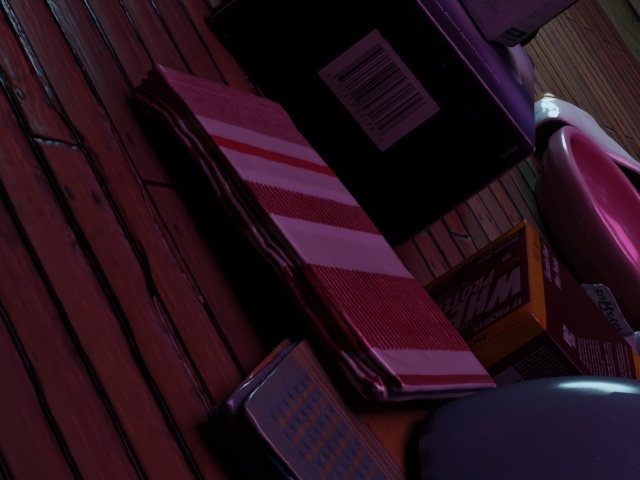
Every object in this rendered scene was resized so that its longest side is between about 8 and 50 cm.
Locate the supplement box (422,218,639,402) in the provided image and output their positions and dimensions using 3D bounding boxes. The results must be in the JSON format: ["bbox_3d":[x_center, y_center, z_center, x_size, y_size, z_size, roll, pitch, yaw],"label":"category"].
[{"bbox_3d":[0.197,0.122,1.494,0.194,0.129,0.191,48,21,-17],"label":"supplement box"}]

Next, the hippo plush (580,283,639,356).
[{"bbox_3d":[0.379,0.191,1.638,0.294,0.234,0.236,40,24,-36],"label":"hippo plush"}]

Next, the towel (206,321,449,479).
[{"bbox_3d":[0.054,0.180,1.217,0.271,0.040,0.370,55,18,-2],"label":"towel"}]

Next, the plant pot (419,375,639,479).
[{"bbox_3d":[0.232,0.217,1.226,0.290,0.195,0.290,51,20,-28],"label":"plant pot"}]

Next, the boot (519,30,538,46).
[{"bbox_3d":[0.187,-0.320,2.176,0.348,0.131,0.260,30,22,-28],"label":"boot"}]

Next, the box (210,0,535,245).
[{"bbox_3d":[0.068,-0.203,1.656,0.296,0.183,0.294,50,19,-14],"label":"box"}]

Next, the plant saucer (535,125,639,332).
[{"bbox_3d":[0.399,0.000,2.216,0.332,0.084,0.332,45,23,-25],"label":"plant saucer"}]

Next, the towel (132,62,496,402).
[{"bbox_3d":[0.000,0.000,1.317,0.329,0.037,0.237,53,17,19],"label":"towel"}]

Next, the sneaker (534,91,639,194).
[{"bbox_3d":[0.417,-0.119,2.412,0.290,0.106,0.123,43,25,-26],"label":"sneaker"}]

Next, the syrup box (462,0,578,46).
[{"bbox_3d":[0.248,-0.297,1.597,0.096,0.237,0.093,59,18,9],"label":"syrup box"}]
